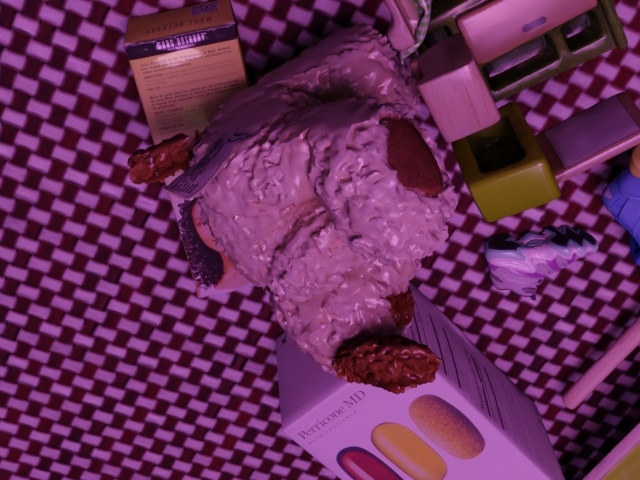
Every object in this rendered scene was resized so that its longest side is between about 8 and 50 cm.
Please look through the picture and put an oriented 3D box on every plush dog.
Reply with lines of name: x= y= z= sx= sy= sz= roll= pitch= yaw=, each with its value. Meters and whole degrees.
plush dog: x=0.000 y=0.000 z=0.768 sx=0.210 sy=0.262 sz=0.225 roll=-21 pitch=117 yaw=8

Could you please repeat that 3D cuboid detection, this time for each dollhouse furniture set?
dollhouse furniture set: x=0.105 y=-0.196 z=0.709 sx=0.151 sy=0.197 sz=0.301 roll=-26 pitch=121 yaw=11

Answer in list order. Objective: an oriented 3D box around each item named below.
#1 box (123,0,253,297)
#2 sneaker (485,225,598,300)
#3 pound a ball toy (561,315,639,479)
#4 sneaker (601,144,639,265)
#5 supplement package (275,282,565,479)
box: x=-0.084 y=-0.068 z=0.852 sx=0.087 sy=0.058 sz=0.232 roll=-12 pitch=121 yaw=2
sneaker: x=0.197 y=0.026 z=0.950 sx=0.098 sy=0.038 sz=0.069 roll=-3 pitch=124 yaw=8
pound a ball toy: x=0.333 y=0.188 z=1.011 sx=0.135 sy=0.208 sz=0.319 roll=-11 pitch=142 yaw=-43
sneaker: x=0.339 y=-0.017 z=0.907 sx=0.240 sy=0.091 sz=0.126 roll=29 pitch=133 yaw=-21
supplement package: x=0.089 y=0.160 z=0.962 sx=0.139 sy=0.134 sz=0.244 roll=-39 pitch=117 yaw=17
